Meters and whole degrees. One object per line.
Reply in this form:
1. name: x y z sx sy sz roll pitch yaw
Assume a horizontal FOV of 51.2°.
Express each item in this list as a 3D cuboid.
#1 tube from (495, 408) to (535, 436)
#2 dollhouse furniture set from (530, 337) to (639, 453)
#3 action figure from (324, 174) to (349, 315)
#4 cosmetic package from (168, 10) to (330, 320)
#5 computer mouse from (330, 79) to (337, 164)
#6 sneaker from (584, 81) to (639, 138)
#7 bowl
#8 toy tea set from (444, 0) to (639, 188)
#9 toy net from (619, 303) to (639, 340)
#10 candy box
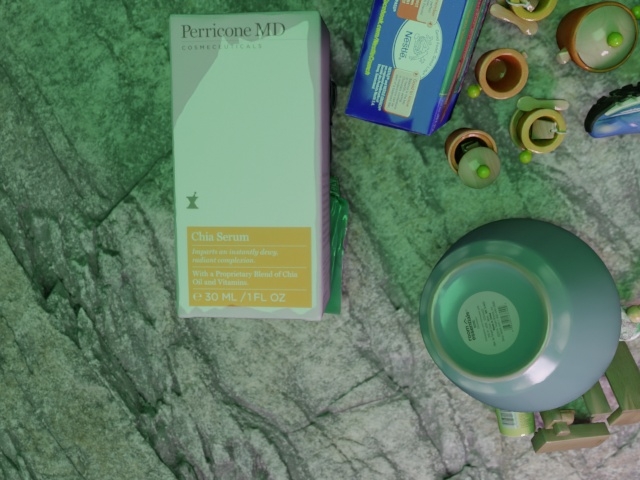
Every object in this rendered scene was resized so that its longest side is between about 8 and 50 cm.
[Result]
1. tube: 0.314 0.207 1.126 0.062 0.070 0.240 -3 101 58
2. dollhouse furniture set: 0.422 0.254 1.093 0.144 0.123 0.151 -3 142 -10
3. action figure: 0.000 0.000 1.165 0.137 0.063 0.232 16 104 14
4. cosmetic package: -0.102 -0.112 1.053 0.230 0.161 0.453 0 96 5
5. computer mouse: -0.098 -0.189 1.156 0.262 0.060 0.184 -2 98 5
6. sneaker: 0.540 -0.151 0.928 0.330 0.130 0.147 1 106 9
7. bowl: 0.274 0.112 1.005 0.312 0.163 0.311 -3 84 30
8. toy tea set: 0.311 -0.220 0.963 0.200 0.124 0.336 17 109 -11
9. toy net: 0.533 0.122 1.047 0.232 0.045 0.122 -13 100 21
10. candy box: 0.153 -0.294 0.917 0.122 0.317 0.268 18 108 10
